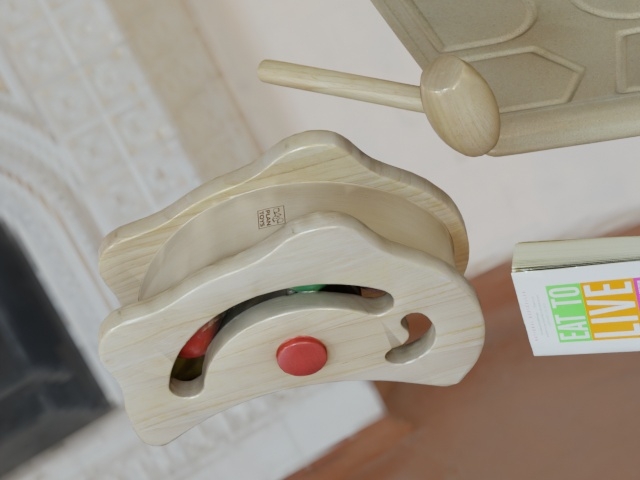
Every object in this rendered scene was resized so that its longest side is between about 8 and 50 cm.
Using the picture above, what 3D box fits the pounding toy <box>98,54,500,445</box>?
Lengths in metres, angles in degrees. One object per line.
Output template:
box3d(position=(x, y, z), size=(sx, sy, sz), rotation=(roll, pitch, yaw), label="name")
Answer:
box3d(position=(0.000, 0.000, 1.031), size=(0.269, 0.154, 0.155), rotation=(-26, 42, 19), label="pounding toy")

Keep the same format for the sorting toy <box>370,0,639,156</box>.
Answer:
box3d(position=(0.199, -0.143, 1.101), size=(0.307, 0.229, 0.041), rotation=(-8, 58, 23), label="sorting toy")

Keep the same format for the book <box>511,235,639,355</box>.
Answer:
box3d(position=(0.221, 0.042, 1.339), size=(0.144, 0.096, 0.035), rotation=(-5, 40, 17), label="book")
